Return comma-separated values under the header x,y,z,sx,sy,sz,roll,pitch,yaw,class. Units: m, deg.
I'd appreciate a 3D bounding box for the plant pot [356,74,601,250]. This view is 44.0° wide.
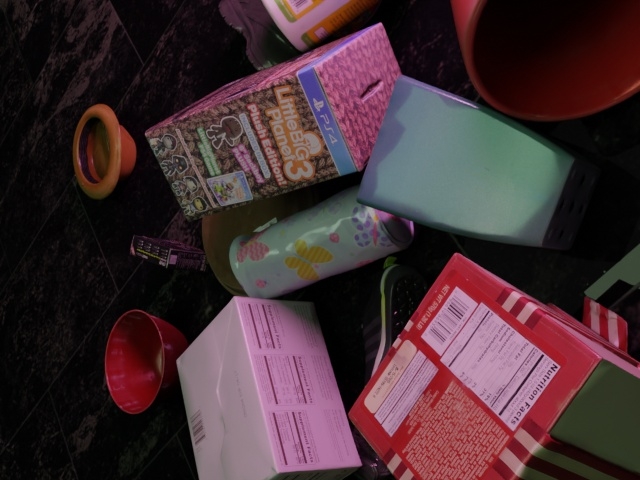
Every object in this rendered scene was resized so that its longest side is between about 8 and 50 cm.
x,y,z,sx,sy,sz,roll,pitch,yaw,class
0.203,-0.078,0.970,0.234,0.165,0.166,26,102,34,plant pot

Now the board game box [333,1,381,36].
x,y,z,sx,sy,sz,roll,pitch,yaw,class
0.034,-0.411,1.249,0.133,0.033,0.169,-41,59,32,board game box

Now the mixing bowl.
x,y,z,sx,sy,sz,roll,pitch,yaw,class
-0.297,0.218,1.427,0.181,0.098,0.182,-7,79,43,mixing bowl

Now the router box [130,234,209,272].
x,y,z,sx,sy,sz,roll,pitch,yaw,class
-0.272,0.024,1.434,0.122,0.092,0.038,16,96,43,router box

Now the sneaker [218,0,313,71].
x,y,z,sx,sy,sz,roll,pitch,yaw,class
-0.063,-0.341,1.287,0.130,0.109,0.286,-43,61,19,sneaker

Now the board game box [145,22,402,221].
x,y,z,sx,sy,sz,roll,pitch,yaw,class
-0.051,-0.165,1.109,0.290,0.232,0.141,-14,110,31,board game box

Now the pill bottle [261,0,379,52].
x,y,z,sx,sy,sz,roll,pitch,yaw,class
0.036,-0.396,1.147,0.245,0.136,0.136,-32,62,14,pill bottle

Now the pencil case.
x,y,z,sx,sy,sz,roll,pitch,yaw,class
0.000,0.000,1.147,0.273,0.124,0.114,-22,110,30,pencil case

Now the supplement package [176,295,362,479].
x,y,z,sx,sy,sz,roll,pitch,yaw,class
-0.085,0.248,1.161,0.204,0.145,0.262,-46,49,40,supplement package

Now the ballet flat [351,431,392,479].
x,y,z,sx,sy,sz,roll,pitch,yaw,class
0.042,0.301,1.149,0.173,0.049,0.058,28,113,48,ballet flat

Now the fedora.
x,y,z,sx,sy,sz,roll,pitch,yaw,class
-0.433,-0.180,1.620,0.194,0.079,0.195,1,91,42,fedora

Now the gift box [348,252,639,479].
x,y,z,sx,sy,sz,roll,pitch,yaw,class
0.219,0.173,0.840,0.255,0.258,0.276,-54,35,11,gift box

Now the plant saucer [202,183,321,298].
x,y,z,sx,sy,sz,roll,pitch,yaw,class
-0.110,-0.035,1.329,0.277,0.041,0.278,-7,79,41,plant saucer

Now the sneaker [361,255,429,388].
x,y,z,sx,sy,sz,roll,pitch,yaw,class
0.100,0.141,1.102,0.097,0.084,0.235,-171,91,-67,sneaker

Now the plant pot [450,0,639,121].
x,y,z,sx,sy,sz,roll,pitch,yaw,class
0.256,-0.311,0.885,0.275,0.274,0.243,-42,44,31,plant pot
